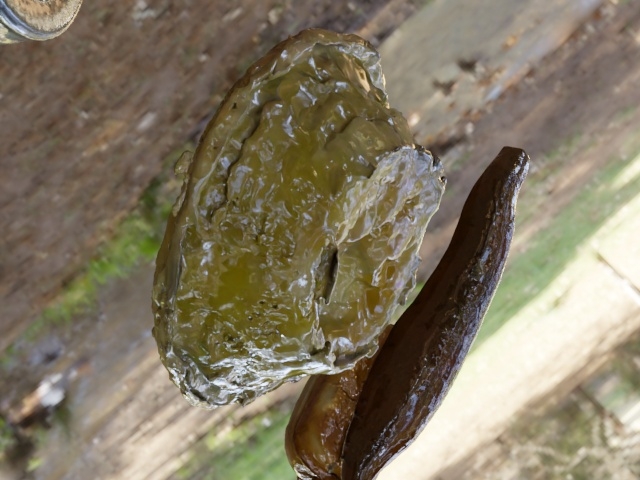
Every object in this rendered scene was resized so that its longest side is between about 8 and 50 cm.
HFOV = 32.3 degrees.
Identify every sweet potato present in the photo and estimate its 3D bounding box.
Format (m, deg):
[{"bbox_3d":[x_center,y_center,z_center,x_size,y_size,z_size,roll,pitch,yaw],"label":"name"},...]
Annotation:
[{"bbox_3d":[0.080,0.054,0.740,0.264,0.057,0.057,-61,170,-16],"label":"sweet potato"}]

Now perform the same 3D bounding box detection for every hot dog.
[{"bbox_3d":[0.028,0.168,1.101,0.076,0.102,0.249,-62,-179,38],"label":"hot dog"}]

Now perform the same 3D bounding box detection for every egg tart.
[{"bbox_3d":[0.000,0.000,0.826,0.315,0.120,0.315,-44,146,-40],"label":"egg tart"}]

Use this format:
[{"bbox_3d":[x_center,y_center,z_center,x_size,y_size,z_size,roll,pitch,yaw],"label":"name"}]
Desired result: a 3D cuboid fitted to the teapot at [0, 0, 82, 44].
[{"bbox_3d":[-0.360,-0.321,0.958,0.239,0.239,0.321,-78,161,-47],"label":"teapot"}]
